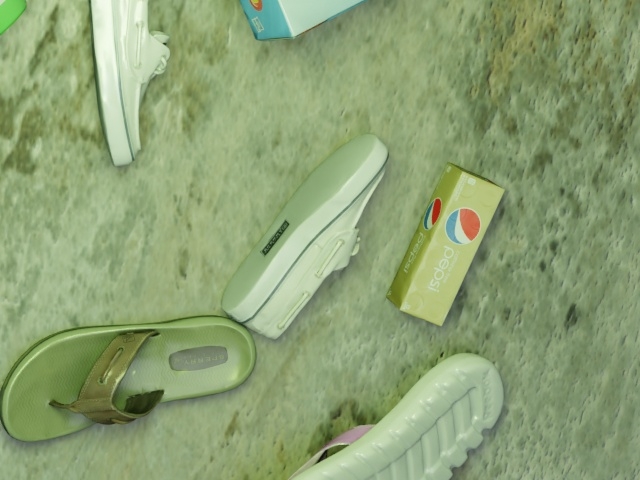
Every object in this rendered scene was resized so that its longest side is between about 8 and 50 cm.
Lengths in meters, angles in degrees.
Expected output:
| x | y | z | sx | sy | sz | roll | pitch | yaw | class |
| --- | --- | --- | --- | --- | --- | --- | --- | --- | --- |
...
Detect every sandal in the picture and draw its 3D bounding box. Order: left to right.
| x | y | z | sx | sy | sz | roll | pitch | yaw | class |
| --- | --- | --- | --- | --- | --- | --- | --- | --- | --- |
| -0.217 | 0.152 | 1.905 | 0.302 | 0.086 | 0.120 | -14 | 108 | -11 | sandal |
| 0.047 | 0.282 | 2.014 | 0.416 | 0.102 | 0.169 | -34 | 126 | -18 | sandal |

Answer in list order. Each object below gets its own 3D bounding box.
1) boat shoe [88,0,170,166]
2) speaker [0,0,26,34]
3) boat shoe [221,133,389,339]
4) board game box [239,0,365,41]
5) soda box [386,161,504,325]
| x | y | z | sx | sy | sz | roll | pitch | yaw | class |
| --- | --- | --- | --- | --- | --- | --- | --- | --- | --- |
| -0.203 | -0.208 | 1.809 | 0.084 | 0.095 | 0.258 | -5 | 107 | -10 | boat shoe |
| -0.432 | -0.322 | 1.699 | 0.131 | 0.131 | 0.296 | -39 | 111 | -2 | speaker |
| 0.000 | 0.000 | 1.922 | 0.088 | 0.096 | 0.267 | 36 | 94 | -25 | boat shoe |
| 0.014 | -0.410 | 1.764 | 0.302 | 0.086 | 0.308 | -30 | 108 | -25 | board game box |
| 0.146 | 0.005 | 1.981 | 0.061 | 0.058 | 0.181 | 22 | 97 | -20 | soda box |
